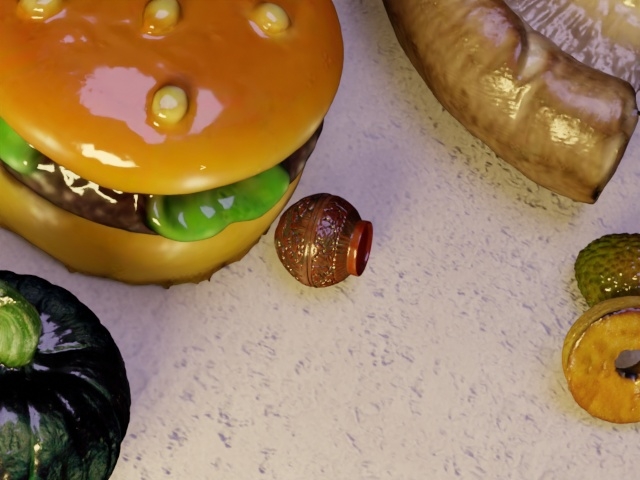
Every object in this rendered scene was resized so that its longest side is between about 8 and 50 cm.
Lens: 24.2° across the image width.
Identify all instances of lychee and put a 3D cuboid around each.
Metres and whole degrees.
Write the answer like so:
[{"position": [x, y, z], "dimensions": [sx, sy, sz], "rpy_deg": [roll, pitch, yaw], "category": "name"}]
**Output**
[{"position": [0.347, 0.045, 1.622], "dimensions": [0.146, 0.114, 0.114], "rpy_deg": [26, 51, 24], "category": "lychee"}]

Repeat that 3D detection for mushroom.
[{"position": [0.192, -0.237, 1.718], "dimensions": [0.397, 0.224, 0.314], "rpy_deg": [22, 68, 5], "category": "mushroom"}]

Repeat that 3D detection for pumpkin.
[{"position": [-0.279, 0.121, 1.281], "dimensions": [0.248, 0.248, 0.248], "rpy_deg": [9, 56, -13], "category": "pumpkin"}]

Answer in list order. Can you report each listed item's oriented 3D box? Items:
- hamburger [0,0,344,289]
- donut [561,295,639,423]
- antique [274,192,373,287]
[{"position": [-0.161, -0.165, 1.487], "dimensions": [0.395, 0.277, 0.396], "rpy_deg": [8, 57, -12], "category": "hamburger"}, {"position": [0.323, 0.121, 1.554], "dimensions": [0.151, 0.152, 0.058], "rpy_deg": [7, 24, -14], "category": "donut"}, {"position": [0.000, 0.000, 1.544], "dimensions": [0.104, 0.104, 0.104], "rpy_deg": [9, 56, -13], "category": "antique"}]
